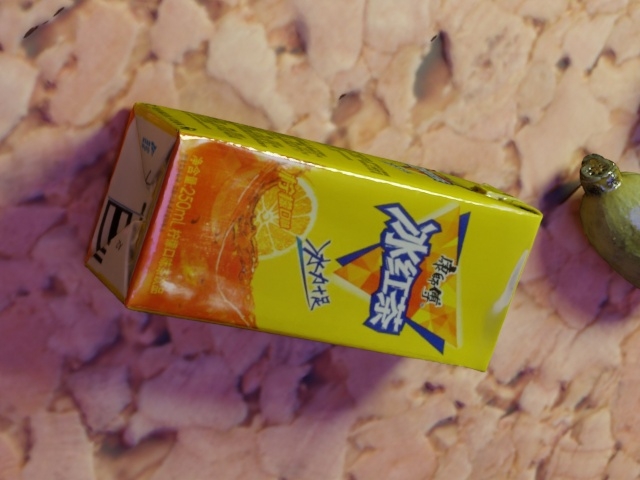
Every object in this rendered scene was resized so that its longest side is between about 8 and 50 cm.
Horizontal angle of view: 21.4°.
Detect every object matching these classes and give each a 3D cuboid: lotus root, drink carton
[{"bbox_3d":[0.297,-0.009,1.562,0.090,0.077,0.183,-40,122,13],"label":"lotus root"},{"bbox_3d":[0.000,0.000,1.403,0.351,0.111,0.154,12,103,-29],"label":"drink carton"}]
